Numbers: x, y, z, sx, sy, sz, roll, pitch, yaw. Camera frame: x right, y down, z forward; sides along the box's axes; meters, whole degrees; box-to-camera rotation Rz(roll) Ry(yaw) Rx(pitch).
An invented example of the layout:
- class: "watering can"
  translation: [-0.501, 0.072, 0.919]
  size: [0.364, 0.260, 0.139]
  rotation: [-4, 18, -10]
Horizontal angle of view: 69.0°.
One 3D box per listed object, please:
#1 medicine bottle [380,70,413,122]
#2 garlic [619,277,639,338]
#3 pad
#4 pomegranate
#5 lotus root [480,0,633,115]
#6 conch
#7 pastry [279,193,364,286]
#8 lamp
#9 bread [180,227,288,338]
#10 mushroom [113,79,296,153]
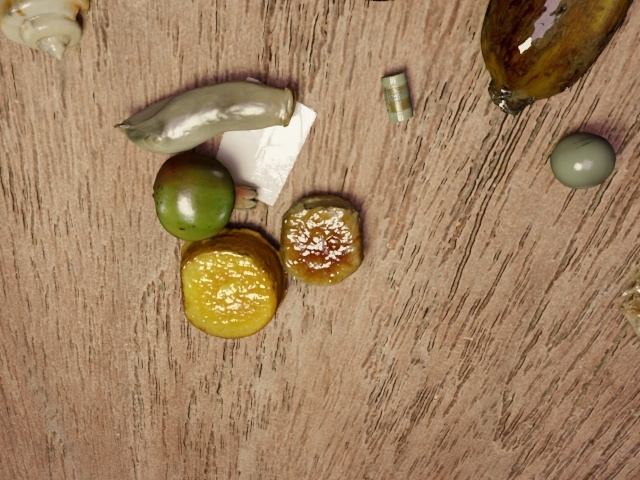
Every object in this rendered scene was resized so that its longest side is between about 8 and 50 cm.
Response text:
- class: "medicine bottle"
  translation: [0.142, -0.264, 0.859]
  size: [0.047, 0.047, 0.083]
  rotation: [-12, 114, 13]
- class: "garlic"
  translation: [0.731, 0.136, 0.939]
  size: [0.143, 0.178, 0.229]
  rotation: [-33, 131, -11]
- class: "pad"
  translation: [-0.123, -0.194, 0.952]
  size: [0.157, 0.004, 0.232]
  rotation: [26, 116, -6]
- class: "pomegranate"
  translation: [-0.226, -0.086, 0.934]
  size: [0.210, 0.180, 0.179]
  rotation: [3, 120, -24]
- class: "lotus root"
  translation: [0.368, -0.386, 0.697]
  size: [0.196, 0.179, 0.397]
  rotation: [21, 116, -1]
- class: "conch"
  translation: [-0.518, -0.444, 0.811]
  size: [0.158, 0.127, 0.255]
  rotation: [-22, 111, 17]
- class: "pastry"
  translation: [0.000, 0.000, 0.981]
  size: [0.182, 0.093, 0.192]
  rotation: [-3, 114, 5]
- class: "lamp"
  translation: [0.475, -0.144, 0.846]
  size: [0.105, 0.105, 0.105]
  rotation: [3, 116, 6]
- class: "bread"
  translation: [-0.192, 0.094, 1.025]
  size: [0.269, 0.145, 0.268]
  rotation: [1, 116, 2]
- class: "mushroom"
  translation: [-0.216, -0.238, 0.889]
  size: [0.352, 0.097, 0.109]
  rotation: [-11, 104, 11]
